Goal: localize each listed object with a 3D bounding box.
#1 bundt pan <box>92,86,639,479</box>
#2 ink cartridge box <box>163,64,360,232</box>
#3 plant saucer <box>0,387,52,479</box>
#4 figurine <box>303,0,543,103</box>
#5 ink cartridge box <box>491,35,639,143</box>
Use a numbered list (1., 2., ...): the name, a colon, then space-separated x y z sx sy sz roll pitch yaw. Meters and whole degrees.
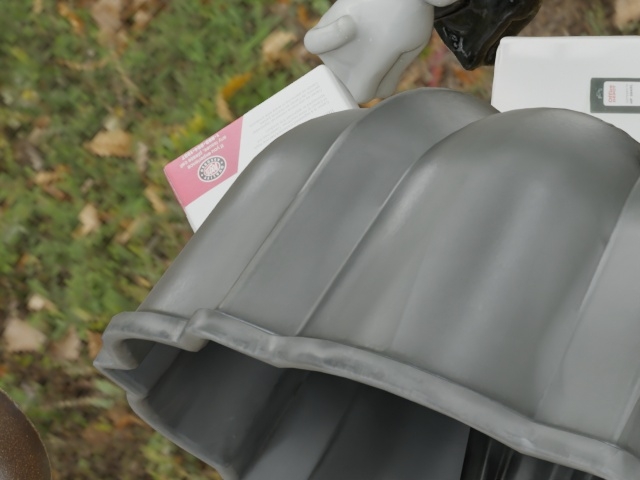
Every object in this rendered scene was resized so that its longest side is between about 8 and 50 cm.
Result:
1. bundt pan: 0.095 0.061 0.577 0.331 0.331 0.124 15 68 33
2. ink cartridge box: 0.000 0.000 1.283 0.159 0.092 0.218 -32 62 7
3. plant saucer: -0.350 0.162 1.183 0.311 0.310 0.050 -12 41 23
4. figurine: 0.118 -0.216 1.396 0.092 0.215 0.209 63 146 11
5. ink cartridge box: 0.211 -0.054 0.884 0.203 0.148 0.085 5 85 38
